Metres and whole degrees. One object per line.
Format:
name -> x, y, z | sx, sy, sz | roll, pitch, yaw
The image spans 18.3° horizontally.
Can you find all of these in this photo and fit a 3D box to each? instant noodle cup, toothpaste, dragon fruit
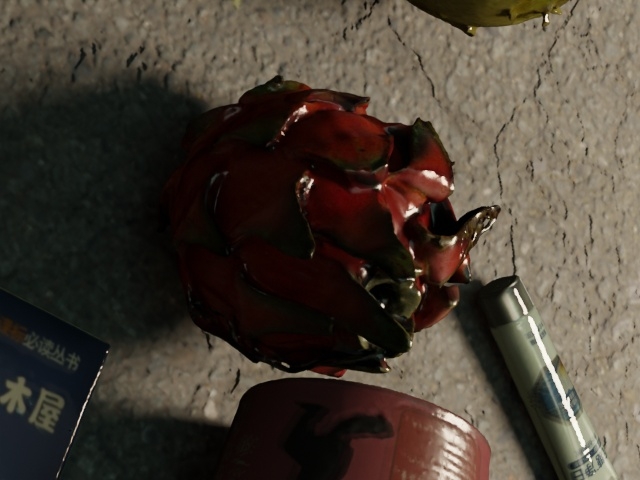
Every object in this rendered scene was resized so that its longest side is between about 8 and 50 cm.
instant noodle cup -> 0.014, 0.208, 1.332 | 0.234, 0.235, 0.178 | 28, 62, -29
toothpaste -> 0.187, 0.137, 1.556 | 0.062, 0.039, 0.239 | -38, 108, -37
dragon fruit -> 0.000, 0.000, 1.332 | 0.192, 0.274, 0.193 | 14, 123, -38

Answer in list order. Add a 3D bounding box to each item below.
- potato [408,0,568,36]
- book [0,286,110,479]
potato -> 0.125, -0.337, 1.454 | 0.269, 0.219, 0.359 | 38, 59, -35
book -> -0.281, 0.159, 1.230 | 0.228, 0.018, 0.322 | 29, 66, -24
